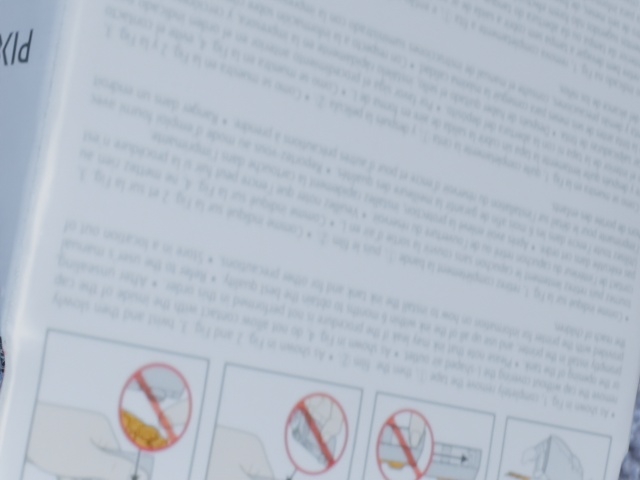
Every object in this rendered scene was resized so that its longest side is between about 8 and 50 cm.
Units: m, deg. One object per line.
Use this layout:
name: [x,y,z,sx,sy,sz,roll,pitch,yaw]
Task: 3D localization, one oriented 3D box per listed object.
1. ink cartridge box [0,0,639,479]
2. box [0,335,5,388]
ink cartridge box: [0.000,0.000,0.648,0.308,0.091,0.385,15,83,-40]
box: [-0.153,0.008,0.612,0.094,0.027,0.137,-38,122,-22]
